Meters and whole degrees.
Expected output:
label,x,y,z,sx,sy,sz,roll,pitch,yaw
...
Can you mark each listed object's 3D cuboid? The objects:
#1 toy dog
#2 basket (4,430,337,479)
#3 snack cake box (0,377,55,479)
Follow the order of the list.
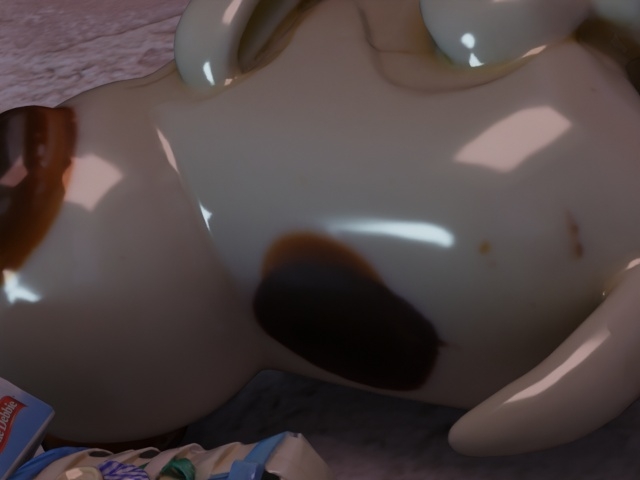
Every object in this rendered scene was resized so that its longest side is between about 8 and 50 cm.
label,x,y,z,sx,sy,sz,roll,pitch,yaw
toy dog,0.000,0.000,1.069,0.408,0.284,0.395,-11,48,14
basket,-0.102,0.206,0.805,0.289,0.201,0.254,-30,20,33
snack cake box,-0.230,0.174,0.893,0.089,0.152,0.264,30,28,0
